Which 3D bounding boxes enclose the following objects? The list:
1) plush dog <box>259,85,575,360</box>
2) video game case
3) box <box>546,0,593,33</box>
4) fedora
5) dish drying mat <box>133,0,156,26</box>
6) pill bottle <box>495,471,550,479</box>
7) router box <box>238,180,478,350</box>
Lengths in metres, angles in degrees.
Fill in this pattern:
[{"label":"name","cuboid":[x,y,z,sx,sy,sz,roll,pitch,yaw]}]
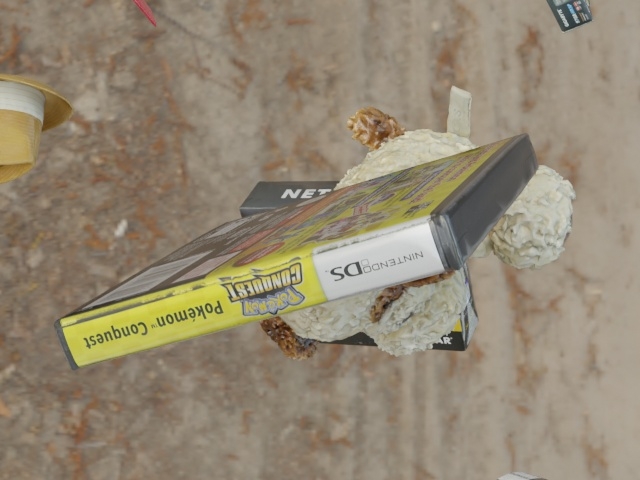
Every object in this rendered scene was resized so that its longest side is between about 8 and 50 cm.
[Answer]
[{"label":"plush dog","cuboid":[0.051,0.001,1.065,0.211,0.262,0.225,50,45,2]},{"label":"video game case","cuboid":[0.000,0.000,0.812,0.035,0.248,0.275,71,22,-7]},{"label":"box","cuboid":[0.317,-0.431,1.776,0.220,0.051,0.175,50,29,-42]},{"label":"fedora","cuboid":[-0.336,-0.100,1.216,0.194,0.194,0.079,7,71,-45]},{"label":"dish drying mat","cuboid":[-0.254,-0.335,1.782,0.083,0.008,0.032,52,14,-68]},{"label":"pill bottle","cuboid":[0.359,0.437,1.928,0.130,0.245,0.131,1,89,-22]},{"label":"router box","cuboid":[0.058,0.035,1.821,0.081,0.308,0.243,-57,140,-50]}]
